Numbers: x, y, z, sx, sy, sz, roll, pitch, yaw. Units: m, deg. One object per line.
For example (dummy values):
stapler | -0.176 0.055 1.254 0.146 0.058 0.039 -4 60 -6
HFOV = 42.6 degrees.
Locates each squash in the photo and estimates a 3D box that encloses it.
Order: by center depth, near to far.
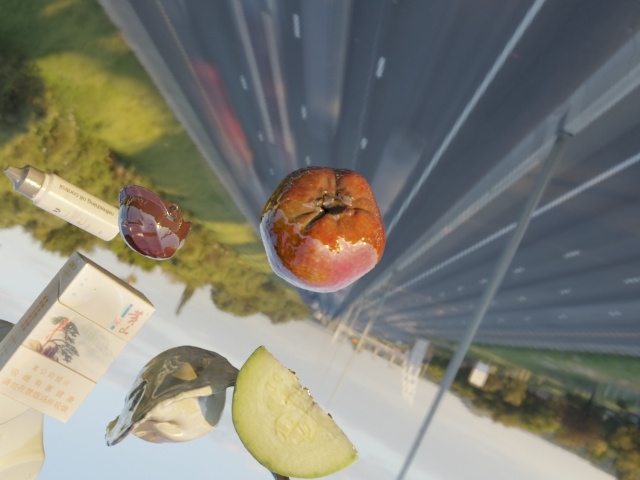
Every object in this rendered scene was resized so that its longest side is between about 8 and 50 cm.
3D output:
squash | -0.065 0.295 1.365 0.237 0.204 0.155 50 -164 1

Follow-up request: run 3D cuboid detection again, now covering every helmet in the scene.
helmet | -0.241 -0.018 1.155 0.098 0.070 0.123 5 155 31

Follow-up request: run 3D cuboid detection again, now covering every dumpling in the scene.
dumpling | -0.269 0.294 1.427 0.175 0.243 0.227 35 -151 11

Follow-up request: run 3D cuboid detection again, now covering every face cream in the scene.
face cream | -0.640 -0.103 2.035 0.311 0.092 0.092 31 172 -34

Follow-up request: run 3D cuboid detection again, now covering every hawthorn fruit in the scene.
hawthorn fruit | 0.000 0.000 1.377 0.210 0.210 0.262 25 151 9

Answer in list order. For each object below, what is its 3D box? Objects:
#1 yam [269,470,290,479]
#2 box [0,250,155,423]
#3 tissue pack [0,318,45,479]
yam | -0.118 0.622 2.202 0.327 0.045 0.045 37 168 49
box | -0.386 0.150 1.266 0.149 0.233 0.067 41 176 -41
tissue pack | -0.640 0.307 1.505 0.236 0.333 0.229 31 -150 27
